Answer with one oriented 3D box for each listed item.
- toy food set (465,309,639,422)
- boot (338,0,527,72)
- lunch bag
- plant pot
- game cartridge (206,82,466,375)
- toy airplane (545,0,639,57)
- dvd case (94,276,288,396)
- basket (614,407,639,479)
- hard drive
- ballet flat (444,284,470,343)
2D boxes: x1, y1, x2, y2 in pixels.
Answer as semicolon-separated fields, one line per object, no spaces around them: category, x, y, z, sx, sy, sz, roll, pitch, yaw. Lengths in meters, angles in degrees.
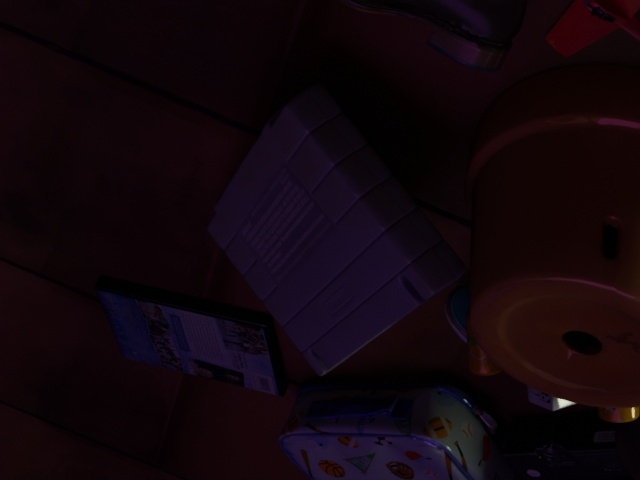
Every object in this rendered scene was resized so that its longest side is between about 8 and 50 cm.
toy food set;0.250;0.101;1.266;0.232;0.111;0.104;17;116;60
boot;0.074;-0.235;1.013;0.219;0.082;0.106;27;125;0
lunch bag;0.107;0.278;1.658;0.303;0.115;0.243;-9;133;39
plant pot;0.254;0.014;1.118;0.291;0.203;0.291;16;146;11
game cartridge;0.000;0.000;1.263;0.230;0.068;0.355;56;156;6
toy airplane;0.251;-0.176;1.010;0.151;0.028;0.151;15;145;11
dvd case;-0.174;0.133;1.697;0.253;0.022;0.180;12;144;16
basket;0.410;0.179;1.310;0.204;0.154;0.227;34;153;12
hard drive;0.420;0.336;1.598;0.237;0.064;0.339;-13;132;41
ballet flat;0.239;0.115;1.397;0.221;0.077;0.079;21;173;2
